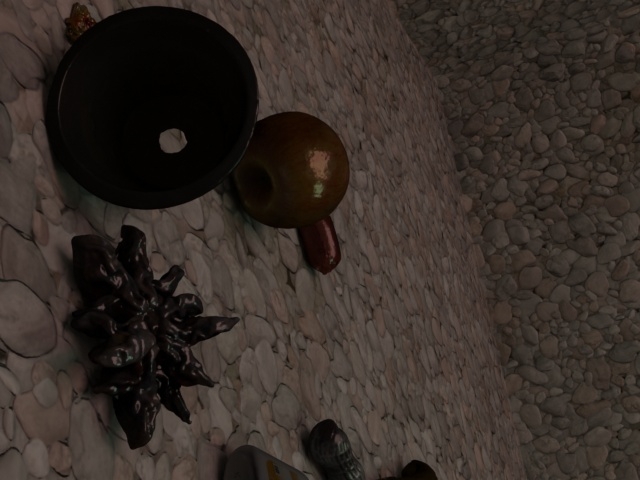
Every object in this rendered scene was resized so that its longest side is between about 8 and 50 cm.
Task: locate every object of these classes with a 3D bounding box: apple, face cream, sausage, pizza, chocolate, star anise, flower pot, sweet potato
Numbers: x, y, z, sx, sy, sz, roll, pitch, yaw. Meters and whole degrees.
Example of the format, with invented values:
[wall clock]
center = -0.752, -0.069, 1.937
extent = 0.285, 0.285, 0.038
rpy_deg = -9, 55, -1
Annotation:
[apple]
center = -0.055, -0.123, 1.567
extent = 0.188, 0.211, 0.211
rpy_deg = -21, 94, -45
[face cream]
center = -0.050, 0.408, 1.325
extent = 0.291, 0.071, 0.144
rpy_deg = 49, 31, -51
[sausage]
center = 0.000, 0.000, 1.815
extent = 0.076, 0.076, 0.141
rpy_deg = 9, 66, -69
[pizza]
center = -0.326, -0.300, 1.230
extent = 0.083, 0.025, 0.078
rpy_deg = 5, 71, -69
[chocolate]
center = 0.029, 0.387, 1.565
extent = 0.072, 0.072, 0.167
rpy_deg = -77, 147, -56
[star anise]
center = -0.213, 0.106, 1.075
extent = 0.212, 0.129, 0.283
rpy_deg = 22, 47, -45
[flower pot]
center = -0.208, -0.156, 1.170
extent = 0.166, 0.269, 0.269
rpy_deg = 86, -10, -80
[sweet potato]
center = 0.176, 0.526, 1.862
extent = 0.112, 0.085, 0.285
rpy_deg = 44, 18, 27
